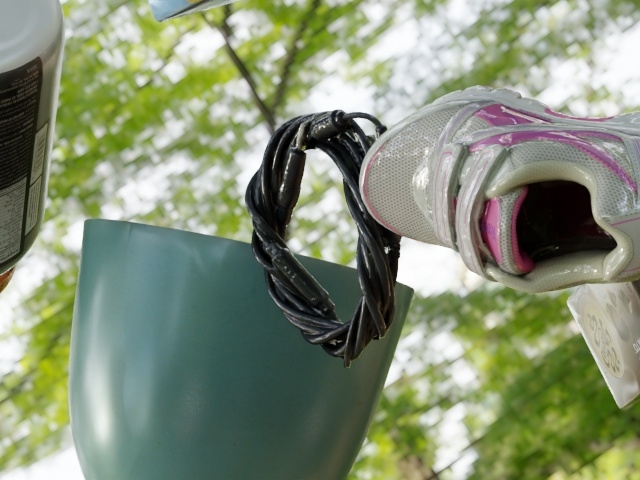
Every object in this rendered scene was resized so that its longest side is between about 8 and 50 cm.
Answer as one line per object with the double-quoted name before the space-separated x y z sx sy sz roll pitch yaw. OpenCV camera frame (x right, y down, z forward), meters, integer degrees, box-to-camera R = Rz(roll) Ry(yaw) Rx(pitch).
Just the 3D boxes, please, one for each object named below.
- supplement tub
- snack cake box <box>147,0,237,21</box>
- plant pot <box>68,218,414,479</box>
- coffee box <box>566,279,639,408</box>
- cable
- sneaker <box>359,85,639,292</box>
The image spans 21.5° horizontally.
"supplement tub" -0.331 -0.090 1.478 0.193 0.193 0.316 -25 -31 -33
"snack cake box" 0.043 -0.191 0.750 0.264 0.089 0.152 -18 3 45
"plant pot" -0.086 0.126 1.460 0.293 0.293 0.235 32 -110 -76
"coffee box" 0.422 0.092 2.126 0.119 0.168 0.297 -23 -13 -9
"cable" 0.000 0.000 1.203 0.047 0.184 0.150 -6 1 -43
"sneaker" 0.113 -0.028 0.995 0.252 0.103 0.111 2 23 42
